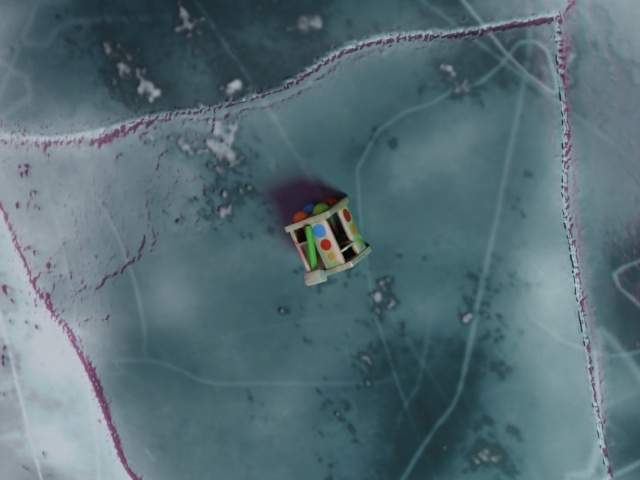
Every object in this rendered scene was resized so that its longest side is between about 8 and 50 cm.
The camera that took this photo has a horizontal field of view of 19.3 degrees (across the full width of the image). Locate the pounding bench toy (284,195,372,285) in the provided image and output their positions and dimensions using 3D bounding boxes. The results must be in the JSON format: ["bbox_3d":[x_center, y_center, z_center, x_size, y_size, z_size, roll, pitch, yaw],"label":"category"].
[{"bbox_3d":[0.000,0.000,1.768,0.052,0.083,0.065,-20,99,28],"label":"pounding bench toy"}]
